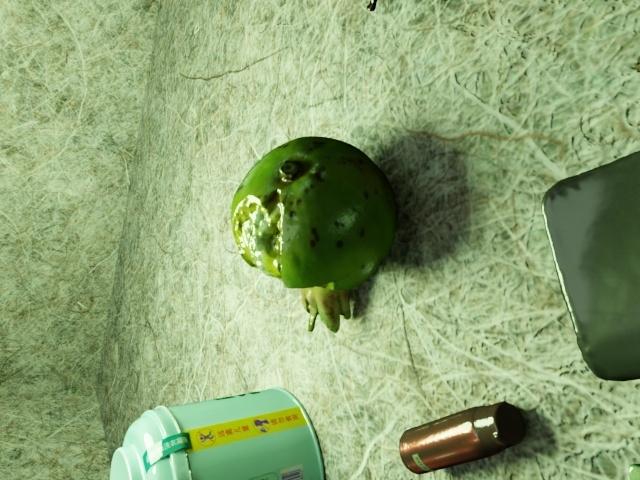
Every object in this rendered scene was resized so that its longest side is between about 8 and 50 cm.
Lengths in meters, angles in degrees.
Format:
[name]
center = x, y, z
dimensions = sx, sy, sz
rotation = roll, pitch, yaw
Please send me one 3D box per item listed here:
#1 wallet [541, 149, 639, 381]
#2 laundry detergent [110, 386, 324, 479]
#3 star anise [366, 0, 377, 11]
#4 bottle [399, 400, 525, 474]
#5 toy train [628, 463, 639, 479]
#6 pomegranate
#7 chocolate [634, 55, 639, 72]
[wallet]
center = 0.346, -0.017, 0.321
dimensions = 0.377, 0.051, 0.197
rotation = -25, 68, 49
[laundry detergent]
center = -0.194, 0.428, 0.859
dimensions = 0.287, 0.305, 0.288
rotation = -4, 86, 55
[star anise]
center = 0.132, -0.404, 0.563
dimensions = 0.126, 0.189, 0.221
rotation = -64, -35, -77
[bottle]
center = 0.164, 0.232, 0.571
dimensions = 0.164, 0.060, 0.060
rotation = -44, 54, 45
[toy train]
center = 0.323, 0.176, 0.332
dimensions = 0.200, 0.083, 0.132
rotation = -16, 65, 54
[pomegranate]
center = 0.000, 0.000, 0.706
dimensions = 0.236, 0.235, 0.302
rotation = 44, 157, 46
[chocolate]
center = 0.338, -0.261, 0.329
dimensions = 0.102, 0.065, 0.330
rotation = 46, 127, 45
